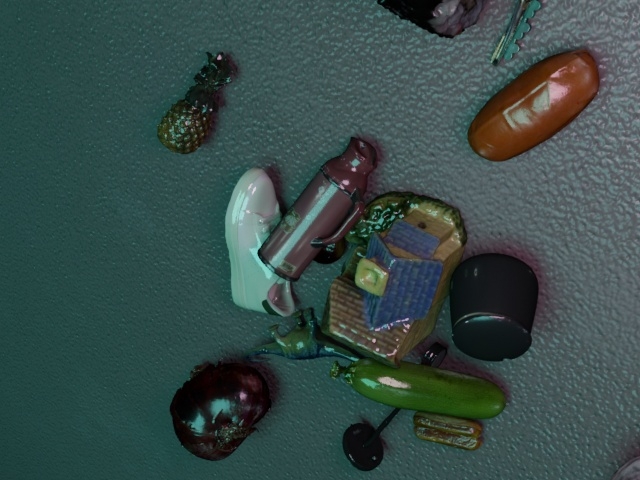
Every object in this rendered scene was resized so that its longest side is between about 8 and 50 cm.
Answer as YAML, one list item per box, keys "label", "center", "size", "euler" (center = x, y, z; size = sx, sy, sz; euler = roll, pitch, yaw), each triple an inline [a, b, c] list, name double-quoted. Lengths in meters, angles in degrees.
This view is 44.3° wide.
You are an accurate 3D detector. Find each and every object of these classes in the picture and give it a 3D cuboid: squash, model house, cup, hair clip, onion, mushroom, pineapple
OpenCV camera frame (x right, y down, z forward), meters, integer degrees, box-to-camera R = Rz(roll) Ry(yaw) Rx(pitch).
- label: "squash"
  center: [0.206, 0.305, 1.624]
  size: [0.378, 0.101, 0.101]
  euler: [14, 120, -5]
- label: "model house"
  center: [0.117, 0.081, 1.581]
  size: [0.261, 0.266, 0.321]
  euler: [25, 120, 19]
- label: "cup"
  center: [0.334, 0.145, 1.512]
  size: [0.169, 0.176, 0.223]
  euler: [-2, 137, 14]
- label: "hair clip"
  center: [0.350, -0.383, 1.380]
  size: [0.049, 0.049, 0.173]
  euler: [34, 129, 18]
- label: "onion"
  center: [-0.249, 0.420, 1.991]
  size: [0.221, 0.281, 0.281]
  euler: [29, 137, -33]
- label: "mushroom"
  center: [0.000, 0.000, 1.756]
  size: [0.123, 0.052, 0.123]
  euler: [11, 111, 32]
- label: "pineapple"
  center: [-0.278, -0.316, 1.784]
  size: [0.125, 0.125, 0.251]
  euler: [43, 121, 12]

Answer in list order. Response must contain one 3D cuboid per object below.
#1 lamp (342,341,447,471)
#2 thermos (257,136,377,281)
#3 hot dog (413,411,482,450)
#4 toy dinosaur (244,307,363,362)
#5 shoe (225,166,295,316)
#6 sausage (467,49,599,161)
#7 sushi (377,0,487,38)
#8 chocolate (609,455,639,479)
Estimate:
- label: "lamp"
  center: [0.151, 0.358, 1.764]
  size: [0.108, 0.130, 0.371]
  euler: [38, 127, 25]
- label: "thermos"
  center: [0.006, -0.065, 1.640]
  size: [0.109, 0.136, 0.330]
  euler: [33, 107, -17]
- label: "hot dog"
  center: [0.278, 0.420, 1.744]
  size: [0.165, 0.045, 0.071]
  euler: [6, 113, 31]
- label: "toy dinosaur"
  center: [-0.047, 0.242, 1.868]
  size: [0.363, 0.076, 0.147]
  euler: [-5, 113, 31]
- label: "shoe"
  center: [-0.116, 0.018, 1.793]
  size: [0.160, 0.132, 0.363]
  euler: [19, 122, 27]
- label: "sausage"
  center: [0.370, -0.231, 1.376]
  size: [0.258, 0.133, 0.133]
  euler: [-36, 87, 37]
- label: "sushi"
  center: [0.160, -0.522, 1.280]
  size: [0.285, 0.328, 0.328]
  euler: [29, 127, 14]
- label: "chocolate"
  center: [0.623, 0.521, 1.440]
  size: [0.213, 0.303, 0.303]
  euler: [21, 122, 52]
